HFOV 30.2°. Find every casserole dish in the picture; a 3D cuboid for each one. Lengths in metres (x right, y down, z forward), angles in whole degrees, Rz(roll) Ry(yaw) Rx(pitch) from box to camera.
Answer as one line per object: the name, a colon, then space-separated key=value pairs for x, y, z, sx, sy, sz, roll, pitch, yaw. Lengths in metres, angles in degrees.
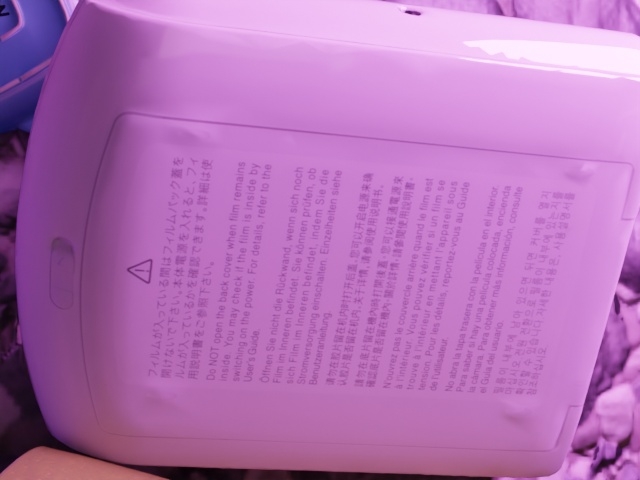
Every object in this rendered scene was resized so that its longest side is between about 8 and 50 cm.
casserole dish: x=-0.189 y=-0.147 z=0.647 sx=0.114 sy=0.037 sz=0.188 roll=-28 pitch=90 yaw=10

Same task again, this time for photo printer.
photo printer: x=0.000 y=0.000 z=0.621 sx=0.308 sy=0.107 sz=0.255 roll=4 pitch=112 yaw=-13

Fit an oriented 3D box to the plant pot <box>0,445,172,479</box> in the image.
plant pot: x=-0.057 y=0.237 z=0.561 sx=0.294 sy=0.275 sz=0.274 roll=34 pitch=77 yaw=4
